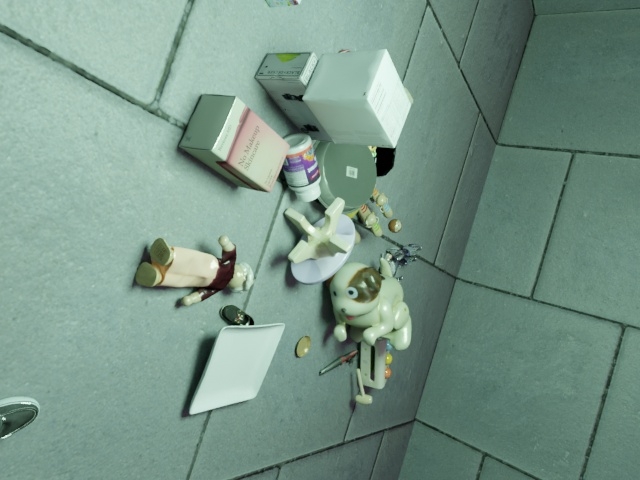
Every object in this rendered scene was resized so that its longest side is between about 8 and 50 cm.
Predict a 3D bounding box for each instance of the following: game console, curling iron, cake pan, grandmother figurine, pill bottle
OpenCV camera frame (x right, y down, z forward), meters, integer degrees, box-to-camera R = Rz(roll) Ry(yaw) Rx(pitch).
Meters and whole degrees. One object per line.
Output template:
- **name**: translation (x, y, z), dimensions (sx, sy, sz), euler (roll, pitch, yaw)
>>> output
- **game console**: translation (0.249, -0.438, 1.753), dimensions (0.213, 0.043, 0.362), euler (-13, 114, -54)
- **curling iron**: translation (0.087, 0.534, 1.896), dimensions (0.274, 0.035, 0.068), euler (-6, 107, -54)
- **cake pan**: translation (0.089, -0.237, 1.508), dimensions (0.293, 0.054, 0.294), euler (1, 89, -40)
- **grandmother figurine**: translation (-0.294, 0.077, 1.144), dimensions (0.208, 0.104, 0.342), euler (-49, 150, 11)
- **pill bottle**: translation (-0.059, -0.219, 1.341), dimensions (0.108, 0.108, 0.194), euler (-48, 137, -34)

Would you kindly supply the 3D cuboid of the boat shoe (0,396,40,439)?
- **boat shoe**: translation (-0.626, 0.353, 0.790), dimensions (0.228, 0.076, 0.080), euler (1, 102, -54)

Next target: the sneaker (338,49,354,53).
- **sneaker**: translation (0.069, -0.580, 1.453), dimensions (0.118, 0.067, 0.042), euler (-46, 149, 11)

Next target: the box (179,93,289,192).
- **box**: translation (-0.209, -0.240, 1.107), dimensions (0.232, 0.126, 0.149), euler (33, 76, -54)

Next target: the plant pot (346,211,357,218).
- **plant pot**: translation (0.084, -0.120, 1.611), dimensions (0.083, 0.081, 0.081), euler (-58, 142, -12)

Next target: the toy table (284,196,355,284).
- **toy table**: translation (0.000, 0.000, 1.412), dimensions (0.274, 0.252, 0.161), euler (-62, 158, -19)

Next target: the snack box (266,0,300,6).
- **snack box**: translation (-0.076, -0.684, 1.148), dimensions (0.037, 0.100, 0.141), euler (39, 70, -54)

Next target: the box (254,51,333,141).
- **box**: translation (-0.033, -0.403, 1.257), dimensions (0.290, 0.169, 0.087), euler (40, 70, -52)

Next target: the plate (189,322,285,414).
- **plate**: translation (-0.252, 0.369, 1.319), dimensions (0.277, 0.045, 0.278), euler (12, 103, -54)

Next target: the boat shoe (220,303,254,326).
- **boat shoe**: translation (-0.246, 0.228, 1.309), dimensions (0.049, 0.042, 0.133), euler (-62, 142, -14)

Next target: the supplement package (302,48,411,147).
- **supplement package**: translation (0.100, -0.364, 1.141), dimensions (0.203, 0.194, 0.149), euler (41, 66, -54)

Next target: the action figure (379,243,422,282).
- **action figure**: translation (0.368, 0.103, 2.078), dimensions (0.285, 0.099, 0.186), euler (-28, 129, -43)

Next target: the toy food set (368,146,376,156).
- **toy food set**: translation (0.172, -0.339, 1.660), dimensions (0.083, 0.020, 0.083), euler (2, 104, -12)

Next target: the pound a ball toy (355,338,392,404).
- **pound a ball toy**: translation (0.255, 0.582, 2.025), dimensions (0.208, 0.135, 0.320), euler (-42, 135, -58)

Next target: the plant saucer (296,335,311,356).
- **plant saucer**: translation (-0.067, 0.395, 1.645), dimensions (0.083, 0.015, 0.084), euler (-26, 124, -47)

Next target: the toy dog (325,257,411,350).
- **toy dog**: translation (0.191, 0.228, 1.719), dimensions (0.408, 0.284, 0.396), euler (37, 72, -51)

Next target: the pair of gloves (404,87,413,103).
- **pair of gloves**: translation (0.233, -0.529, 1.640), dimensions (0.240, 0.042, 0.204), euler (38, 75, -29)

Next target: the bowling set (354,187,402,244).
- **bowling set**: translation (0.218, -0.113, 1.703), dimensions (0.154, 0.199, 0.287), euler (51, 57, -48)
